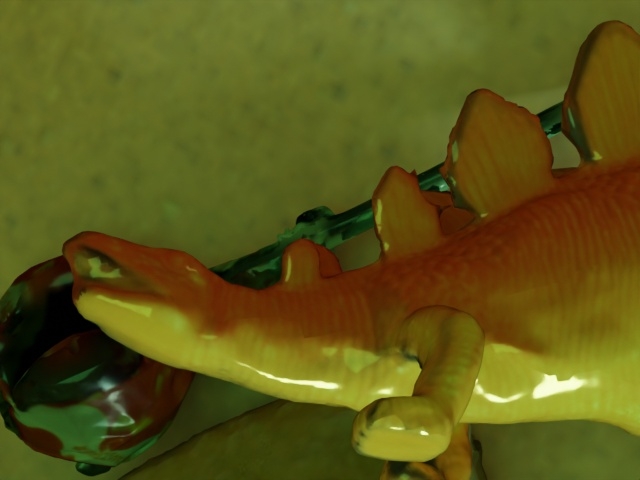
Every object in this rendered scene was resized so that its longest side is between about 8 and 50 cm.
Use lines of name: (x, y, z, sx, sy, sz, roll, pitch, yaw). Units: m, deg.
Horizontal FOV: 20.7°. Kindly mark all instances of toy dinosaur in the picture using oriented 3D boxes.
toy dinosaur: (0.090, 0.012, 0.376, 0.288, 0.070, 0.117, 8, 63, -7)

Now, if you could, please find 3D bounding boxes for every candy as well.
candy: (0.000, 0.000, 0.432, 0.185, 0.049, 0.055, -27, 74, 6)

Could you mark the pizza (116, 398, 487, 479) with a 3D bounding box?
pizza: (-0.021, 0.180, 0.422, 0.229, 0.081, 0.289, 44, 101, 8)
